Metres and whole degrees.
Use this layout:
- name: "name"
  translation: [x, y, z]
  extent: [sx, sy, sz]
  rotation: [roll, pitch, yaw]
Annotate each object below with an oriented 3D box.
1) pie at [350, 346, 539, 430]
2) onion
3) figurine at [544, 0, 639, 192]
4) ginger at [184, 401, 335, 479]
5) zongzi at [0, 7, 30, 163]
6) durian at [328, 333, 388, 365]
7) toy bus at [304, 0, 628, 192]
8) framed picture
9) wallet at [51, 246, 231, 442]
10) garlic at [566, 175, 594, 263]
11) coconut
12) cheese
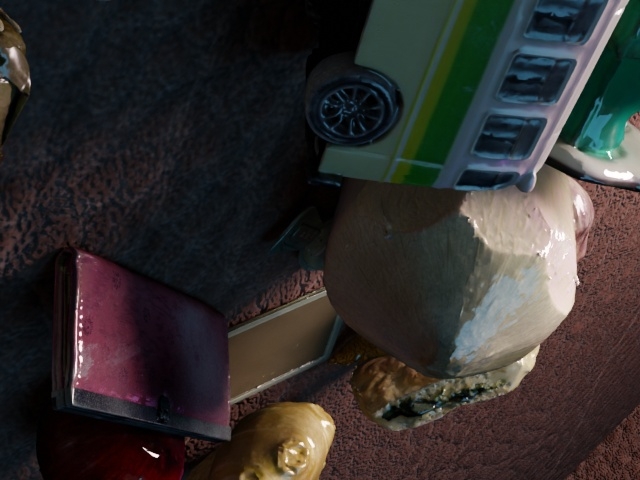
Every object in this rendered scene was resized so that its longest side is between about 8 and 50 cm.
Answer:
- name: "pie"
  translation: [0.137, 0.126, 1.153]
  extent: [0.218, 0.185, 0.052]
  rotation: [-22, 118, 10]
- name: "onion"
  translation: [-0.174, 0.172, 0.852]
  extent: [0.131, 0.131, 0.131]
  rotation: [-31, 150, -20]
- name: "figurine"
  translation: [0.259, -0.223, 0.761]
  extent: [0.340, 0.231, 0.323]
  rotation: [-66, 172, 24]
- name: "ginger"
  translation: [-0.066, 0.243, 1.073]
  extent: [0.348, 0.122, 0.363]
  rotation: [-20, 158, -51]
- name: "zongzi"
  translation: [-0.197, -0.047, 0.575]
  extent: [0.187, 0.084, 0.184]
  rotation: [-52, 165, 10]
- name: "durian"
  translation: [0.100, 0.088, 1.099]
  extent: [0.224, 0.078, 0.140]
  rotation: [-40, 139, 19]
- name: "toy bus"
  translation: [0.097, -0.175, 0.604]
  extent: [0.179, 0.143, 0.305]
  rotation: [10, 133, -9]
- name: "framed picture"
  translation: [-0.049, 0.109, 1.042]
  extent: [0.183, 0.011, 0.142]
  rotation: [-22, 146, -32]
- name: "wallet"
  translation: [-0.134, 0.090, 0.811]
  extent: [0.025, 0.119, 0.232]
  rotation: [-12, 160, 20]
- name: "garlic"
  translation: [0.249, -0.002, 1.164]
  extent: [0.159, 0.102, 0.147]
  rotation: [-41, 151, -3]
- name: "coconut"
  translation: [0.109, 0.009, 0.846]
  extent: [0.234, 0.224, 0.224]
  rotation: [-68, -178, -53]
- name: "cheese"
  translation: [0.000, 0.000, 0.931]
  extent: [0.067, 0.026, 0.120]
  rotation: [-49, 151, 12]
